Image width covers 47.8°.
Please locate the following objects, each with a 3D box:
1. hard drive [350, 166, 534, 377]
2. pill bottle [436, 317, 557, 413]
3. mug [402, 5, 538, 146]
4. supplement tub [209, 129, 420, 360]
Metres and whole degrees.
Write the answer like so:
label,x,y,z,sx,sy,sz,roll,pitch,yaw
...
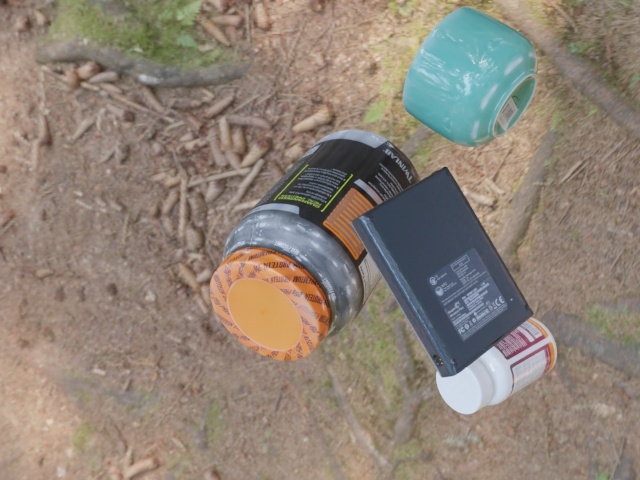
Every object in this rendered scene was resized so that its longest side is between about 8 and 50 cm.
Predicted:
label,x,y,z,sx,sy,sz,roll,pitch,yaw
hard drive,0.094,0.021,0.548,0.135,0.094,0.022,60,153,1
pill bottle,0.319,0.225,1.310,0.121,0.221,0.121,24,122,45
mug,0.174,-0.170,0.761,0.097,0.157,0.129,39,145,25
supplement tub,0.000,0.000,1.032,0.207,0.338,0.207,17,131,21
